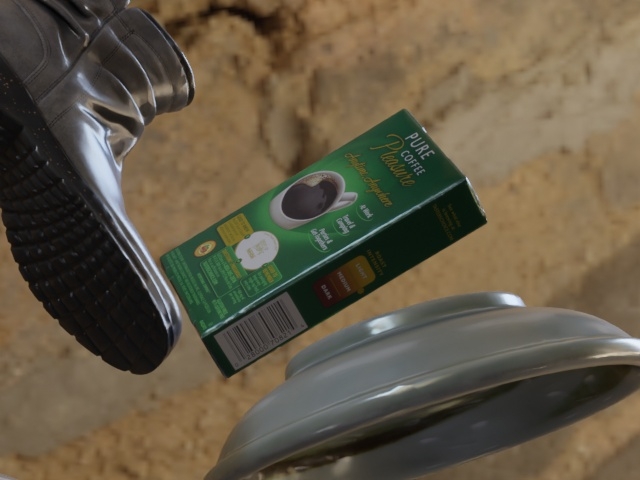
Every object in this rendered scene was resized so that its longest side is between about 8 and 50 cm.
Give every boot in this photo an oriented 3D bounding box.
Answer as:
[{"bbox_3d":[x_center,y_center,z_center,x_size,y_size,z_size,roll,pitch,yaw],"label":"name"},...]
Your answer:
[{"bbox_3d":[-0.167,-0.079,1.535,0.222,0.118,0.338,-37,-84,-46],"label":"boot"}]

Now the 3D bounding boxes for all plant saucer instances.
[{"bbox_3d":[0.084,0.125,1.615,0.400,0.400,0.101,-4,-109,-42],"label":"plant saucer"}]

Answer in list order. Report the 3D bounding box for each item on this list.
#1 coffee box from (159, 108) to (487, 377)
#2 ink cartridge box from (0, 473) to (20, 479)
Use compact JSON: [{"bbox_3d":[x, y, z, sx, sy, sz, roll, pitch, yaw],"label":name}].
[{"bbox_3d":[0.000,0.000,1.155,0.184,0.113,0.040,-32,-59,-3],"label":"coffee box"},{"bbox_3d":[-0.278,0.241,1.256,0.148,0.086,0.203,22,-97,-34],"label":"ink cartridge box"}]
